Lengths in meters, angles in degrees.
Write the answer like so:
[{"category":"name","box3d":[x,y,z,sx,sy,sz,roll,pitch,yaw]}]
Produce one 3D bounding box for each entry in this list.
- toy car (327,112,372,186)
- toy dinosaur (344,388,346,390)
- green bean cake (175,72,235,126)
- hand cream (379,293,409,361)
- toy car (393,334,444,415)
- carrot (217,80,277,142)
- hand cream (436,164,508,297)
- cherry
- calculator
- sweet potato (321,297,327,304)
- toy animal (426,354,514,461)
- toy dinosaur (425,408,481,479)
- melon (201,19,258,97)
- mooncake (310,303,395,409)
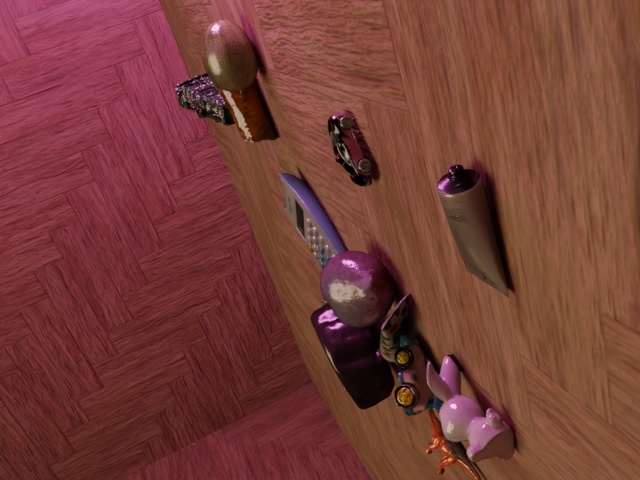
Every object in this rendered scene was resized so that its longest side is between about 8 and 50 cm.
[{"category":"toy car","box3d":[0.050,-0.160,1.059,0.069,0.055,0.142,137,109,-82]},{"category":"toy dinosaur","box3d":[0.090,0.420,2.008,0.393,0.092,0.205,72,176,-69]},{"category":"green bean cake","box3d":[-0.362,-0.466,1.967,0.208,0.193,0.107,57,160,31]},{"category":"hand cream","box3d":[0.159,0.201,1.267,0.059,0.095,0.276,33,160,21]},{"category":"toy car","box3d":[0.212,0.278,1.212,0.126,0.098,0.161,39,-130,-63]},{"category":"carrot","box3d":[-0.224,-0.410,1.655,0.302,0.114,0.114,68,168,-15]},{"category":"hand cream","box3d":[0.191,-0.014,0.743,0.087,0.054,0.186,40,159,55]},{"category":"cherry","box3d":[0.082,0.097,1.248,0.176,0.140,0.176,26,130,35]},{"category":"calculator","box3d":[0.000,0.000,1.627,0.386,0.054,0.256,59,167,24]},{"category":"sweet potato","box3d":[0.088,0.268,1.762,0.274,0.067,0.067,52,163,32]},{"category":"toy animal","box3d":[0.259,0.296,1.029,0.182,0.131,0.127,36,117,54]},{"category":"toy dinosaur","box3d":[0.286,0.473,1.291,0.279,0.055,0.101,61,146,31]},{"category":"melon","box3d":[-0.229,-0.458,1.495,0.139,0.139,0.192,-142,32,-67]},{"category":"mooncake","box3d":[0.093,0.279,1.500,0.283,0.141,0.283,63,-178,-4]}]
